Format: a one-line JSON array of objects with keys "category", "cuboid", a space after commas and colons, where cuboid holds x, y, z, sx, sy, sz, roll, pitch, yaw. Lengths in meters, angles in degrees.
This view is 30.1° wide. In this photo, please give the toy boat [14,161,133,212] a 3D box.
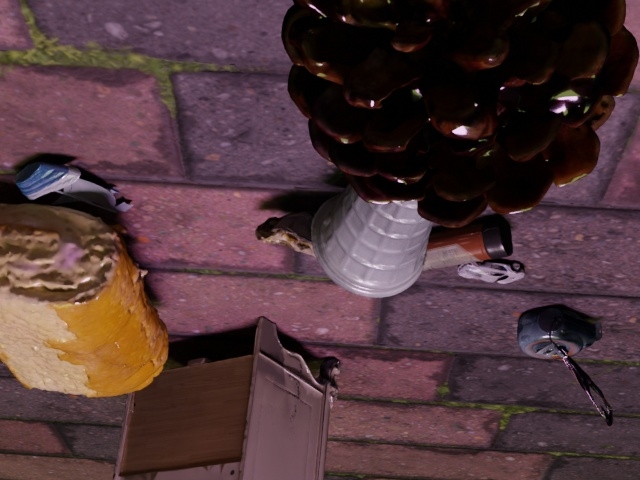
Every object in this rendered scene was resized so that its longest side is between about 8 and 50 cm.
[{"category": "toy boat", "cuboid": [-0.296, -0.059, 1.448, 0.149, 0.034, 0.105, 16, 156, -19]}]

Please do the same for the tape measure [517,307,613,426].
[{"category": "tape measure", "cuboid": [0.345, 0.187, 1.706, 0.104, 0.180, 0.107, 4, 158, -37]}]

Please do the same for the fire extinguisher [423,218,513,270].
[{"category": "fire extinguisher", "cuboid": [0.153, 0.011, 1.506, 0.177, 0.050, 0.062, -12, 168, 28]}]

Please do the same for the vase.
[{"category": "vase", "cuboid": [0.090, -0.067, 1.280, 0.143, 0.143, 0.299, 9, 150, -10]}]

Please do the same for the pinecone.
[{"category": "pinecone", "cuboid": [0.106, -0.148, 0.983, 0.298, 0.242, 0.296, 0, 156, 19]}]

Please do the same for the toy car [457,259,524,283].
[{"category": "toy car", "cuboid": [0.228, 0.041, 1.583, 0.093, 0.025, 0.041, 12, 154, -14]}]

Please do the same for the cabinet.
[{"category": "cabinet", "cuboid": [-0.148, 0.321, 1.876, 0.290, 0.318, 0.227, -14, 146, 31]}]

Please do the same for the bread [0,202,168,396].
[{"category": "bread", "cuboid": [-0.338, 0.082, 1.590, 0.236, 0.165, 0.375, 4, 155, 6]}]

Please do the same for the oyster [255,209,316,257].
[{"category": "oyster", "cuboid": [0.002, -0.003, 1.460, 0.165, 0.108, 0.053, 26, 128, 20]}]
